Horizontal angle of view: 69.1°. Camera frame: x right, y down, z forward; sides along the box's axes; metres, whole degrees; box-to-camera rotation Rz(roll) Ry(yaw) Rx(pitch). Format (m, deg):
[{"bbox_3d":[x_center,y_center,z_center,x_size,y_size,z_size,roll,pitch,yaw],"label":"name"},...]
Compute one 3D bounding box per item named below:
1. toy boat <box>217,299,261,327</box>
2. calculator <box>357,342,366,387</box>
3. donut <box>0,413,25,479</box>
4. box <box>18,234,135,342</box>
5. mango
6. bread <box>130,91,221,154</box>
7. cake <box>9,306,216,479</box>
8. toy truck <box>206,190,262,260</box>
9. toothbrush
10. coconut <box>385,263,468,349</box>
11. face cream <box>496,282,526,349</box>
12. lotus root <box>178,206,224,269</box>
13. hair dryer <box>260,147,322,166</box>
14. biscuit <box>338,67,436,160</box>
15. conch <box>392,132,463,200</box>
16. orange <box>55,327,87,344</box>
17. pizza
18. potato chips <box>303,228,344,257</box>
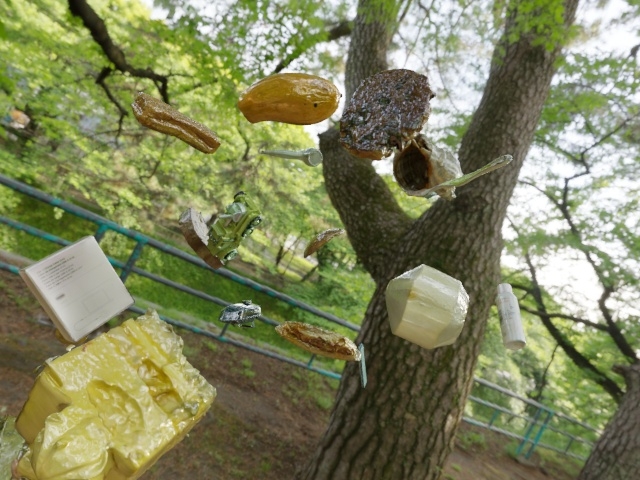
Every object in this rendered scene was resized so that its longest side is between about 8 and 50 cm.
[{"bbox_3d":[-0.293,0.269,1.647,0.093,0.103,0.246,1,-3,15],"label":"toy boat"},{"bbox_3d":[0.163,0.491,1.820,0.018,0.171,0.057,-2,18,21],"label":"calculator"},{"bbox_3d":[-0.674,0.509,1.020,0.107,0.271,0.272,11,7,-23],"label":"donut"},{"bbox_3d":[-0.712,0.141,1.374,0.106,0.203,0.251,-4,-63,46],"label":"box"},{"bbox_3d":[-0.105,-0.478,1.581,0.360,0.143,0.186,-1,-40,-7],"label":"mango"},{"bbox_3d":[-0.439,-0.354,1.424,0.271,0.077,0.139,19,24,-50],"label":"bread"},{"bbox_3d":[-0.360,0.295,0.771,0.222,0.227,0.286,45,34,10],"label":"cake"},{"bbox_3d":[-0.325,-0.045,1.616,0.135,0.259,0.128,-12,59,-49],"label":"toy truck"},{"bbox_3d":[0.313,-0.137,1.029,0.026,0.022,0.263,24,-22,-20],"label":"toothbrush"},{"bbox_3d":[0.385,0.245,1.742,0.323,0.322,0.323,28,0,0],"label":"coconut"},{"bbox_3d":[0.724,0.284,1.785,0.082,0.268,0.081,4,-41,3],"label":"face cream"},{"bbox_3d":[-0.487,-0.016,1.858,0.260,0.075,0.170,61,3,21],"label":"lotus root"},{"bbox_3d":[-0.130,-0.346,1.871,0.238,0.075,0.206,1,13,-22],"label":"hair dryer"},{"bbox_3d":[0.209,-0.392,1.463,0.290,0.334,0.081,31,-6,34],"label":"biscuit"},{"bbox_3d":[0.385,-0.263,1.683,0.291,0.210,0.159,59,27,-1],"label":"conch"},{"bbox_3d":[-0.785,0.290,1.472,0.095,0.085,0.085,15,2,-8],"label":"orange"},{"bbox_3d":[-0.005,0.305,1.409,0.271,0.056,0.134,25,-34,-2],"label":"pizza"},{"bbox_3d":[0.000,0.000,1.592,0.049,0.150,0.202,56,-16,2],"label":"potato chips"}]
